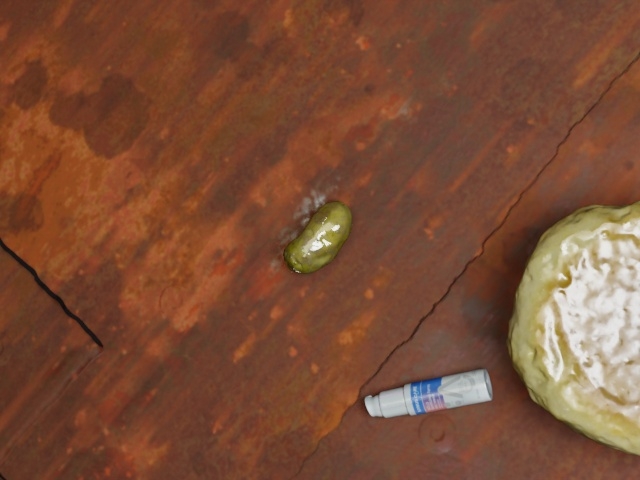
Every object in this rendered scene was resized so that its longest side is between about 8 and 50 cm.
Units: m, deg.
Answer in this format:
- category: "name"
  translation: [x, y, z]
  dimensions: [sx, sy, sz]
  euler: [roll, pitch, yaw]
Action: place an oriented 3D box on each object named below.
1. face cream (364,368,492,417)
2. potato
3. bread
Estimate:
- category: "face cream"
  translation: [0.109, 0.159, 1.300]
  dimensions: [0.130, 0.034, 0.034]
  euler: [-13, 80, 16]
- category: "potato"
  translation: [0.000, 0.000, 1.348]
  dimensions: [0.092, 0.046, 0.045]
  euler: [-50, 37, -3]
- category: "bread"
  translation: [0.298, 0.079, 1.201]
  dimensions: [0.244, 0.134, 0.244]
  euler: [-2, 84, 14]
